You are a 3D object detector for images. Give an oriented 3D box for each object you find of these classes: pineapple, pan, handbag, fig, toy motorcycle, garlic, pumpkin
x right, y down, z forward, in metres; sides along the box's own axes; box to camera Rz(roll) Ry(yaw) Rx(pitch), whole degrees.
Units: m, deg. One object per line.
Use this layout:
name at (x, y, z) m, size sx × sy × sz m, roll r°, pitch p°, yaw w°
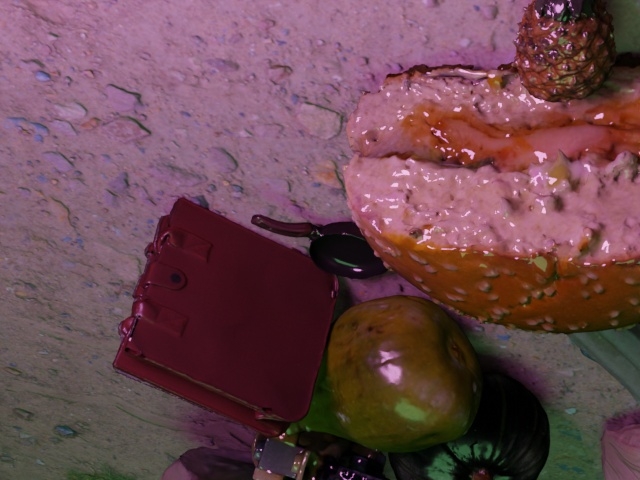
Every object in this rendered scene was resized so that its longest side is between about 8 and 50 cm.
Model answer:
pineapple at (0.240, -0.229, 1.288) m, size 0.108 × 0.108 × 0.197 m, roll 4°, pitch 141°, yaw 14°
pan at (0.000, -0.003, 1.744) m, size 0.212 × 0.040 × 0.115 m, roll 23°, pitch 146°, yaw -25°
handbag at (-0.123, 0.107, 1.755) m, size 0.275 × 0.260 × 0.084 m, roll 28°, pitch 146°, yaw -18°
fig at (0.068, 0.192, 1.830) m, size 0.314 × 0.233 × 0.233 m, roll -6°, pitch 141°, yaw 17°
toy motorcycle at (0.002, 0.360, 2.109) m, size 0.237 × 0.168 × 0.410 m, roll 17°, pitch 173°, yaw 0°
garlic at (0.519, 0.371, 2.014) m, size 0.178 × 0.142 × 0.229 m, roll 6°, pitch 154°, yaw 9°
pumpkin at (0.228, 0.314, 1.965) m, size 0.250 × 0.216 × 0.250 m, roll -6°, pitch 124°, yaw -10°

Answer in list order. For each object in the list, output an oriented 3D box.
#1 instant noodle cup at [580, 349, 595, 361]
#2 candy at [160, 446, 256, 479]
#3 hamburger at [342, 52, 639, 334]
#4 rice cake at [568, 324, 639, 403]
instant noodle cup at (0.435, 0.131, 1.763) m, size 0.179 × 0.070 × 0.157 m, roll 28°, pitch 142°, yaw -18°
candy at (-0.080, 0.498, 2.243) m, size 0.427 × 0.186 × 0.386 m, roll 8°, pitch -169°, yaw -34°
hamburger at (0.260, -0.023, 1.442) m, size 0.446 × 0.268 × 0.287 m, roll -1°, pitch 147°, yaw 19°
rice cake at (0.406, 0.150, 1.704) m, size 0.085 × 0.040 × 0.226 m, roll -24°, pitch 129°, yaw 39°
